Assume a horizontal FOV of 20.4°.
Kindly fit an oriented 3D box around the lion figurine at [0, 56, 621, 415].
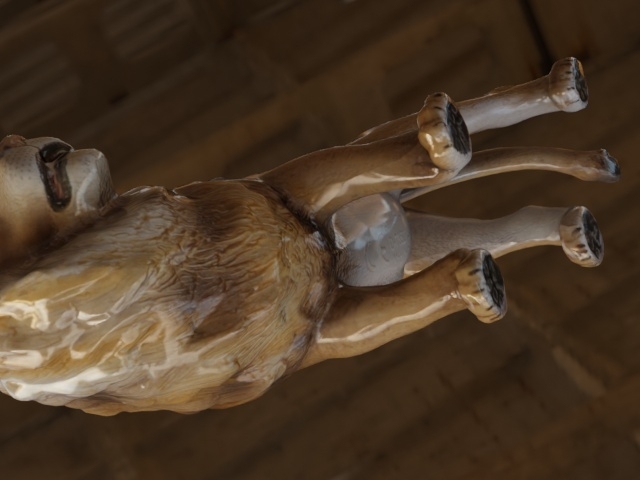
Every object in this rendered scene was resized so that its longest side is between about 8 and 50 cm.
[{"bbox_3d":[0.000,0.000,0.910,0.240,0.142,0.392,-18,174,26],"label":"lion figurine"}]
